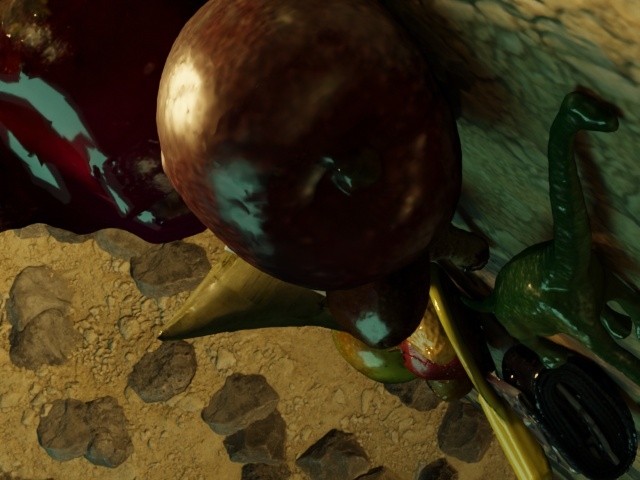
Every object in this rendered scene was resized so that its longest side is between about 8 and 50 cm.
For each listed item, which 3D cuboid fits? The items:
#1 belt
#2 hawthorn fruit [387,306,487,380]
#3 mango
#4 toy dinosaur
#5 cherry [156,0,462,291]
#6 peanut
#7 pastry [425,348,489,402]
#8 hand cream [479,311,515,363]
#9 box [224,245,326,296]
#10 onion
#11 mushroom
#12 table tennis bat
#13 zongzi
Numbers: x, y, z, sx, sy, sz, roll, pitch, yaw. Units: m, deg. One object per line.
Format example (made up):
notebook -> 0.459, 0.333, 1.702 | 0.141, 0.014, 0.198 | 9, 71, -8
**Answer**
belt -> 0.333, 0.226, 1.220 | 0.218, 0.122, 0.128 | 51, 174, -18
hawthorn fruit -> 0.196, 0.173, 1.508 | 0.148, 0.172, 0.148 | 163, 90, -83
mango -> 0.128, 0.170, 1.822 | 0.225, 0.201, 0.382 | 26, -171, -5
toy dinosaur -> 0.163, 0.013, 0.748 | 0.301, 0.087, 0.447 | 38, 164, -20
cherry -> -0.013, -0.084, 0.660 | 0.230, 0.203, 0.300 | 41, -171, -31
peanut -> 0.163, 0.112, 1.424 | 0.093, 0.083, 0.194 | 22, -139, -61
pastry -> 0.262, 0.237, 1.691 | 0.081, 0.153, 0.153 | 28, 170, 28
hand cream -> 0.283, 0.156, 1.414 | 0.065, 0.043, 0.170 | 48, 178, 31
box -> 0.000, 0.000, 1.269 | 0.243, 0.067, 0.155 | 26, 139, -5
onion -> -0.282, -0.127, 0.965 | 0.398, 0.420, 0.398 | 46, 178, 2
mushroom -> 0.102, -0.009, 0.953 | 0.218, 0.226, 0.148 | -5, -173, -42
table tennis bat -> 0.243, 0.197, 1.305 | 0.368, 0.054, 0.224 | 64, -167, 2
zongzi -> -0.033, 0.118, 1.541 | 0.356, 0.393, 0.174 | 36, 152, 0
